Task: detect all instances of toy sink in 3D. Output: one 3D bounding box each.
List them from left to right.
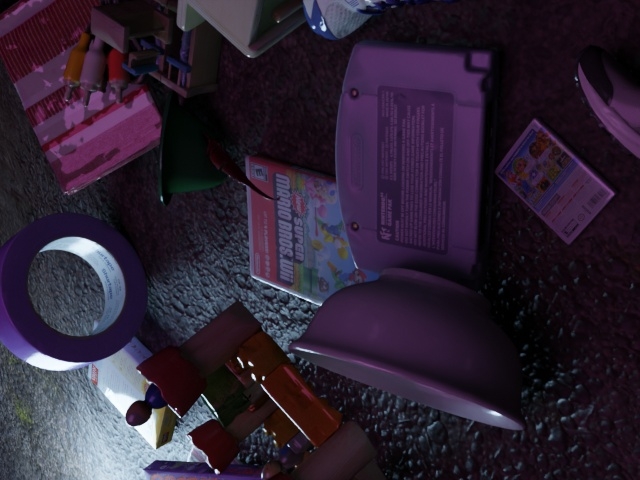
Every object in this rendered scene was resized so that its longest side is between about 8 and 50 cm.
[{"bbox_3d":[-0.071,-0.327,1.025,0.131,0.153,0.234,43,152,9],"label":"toy sink"}]

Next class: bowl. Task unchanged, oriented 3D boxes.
[{"bbox_3d":[0.119,0.119,1.026,0.298,0.298,0.134,8,74,43],"label":"bowl"}]

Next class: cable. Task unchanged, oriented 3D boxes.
[{"bbox_3d":[-0.333,-0.353,1.330,0.139,0.072,0.287,5,98,13],"label":"cable"}]

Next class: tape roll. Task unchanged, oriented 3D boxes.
[{"bbox_3d":[-0.455,0.092,1.532,0.090,0.275,0.274,-24,90,48],"label":"tape roll"}]

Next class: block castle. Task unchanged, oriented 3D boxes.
[{"bbox_3d":[-0.088,0.312,1.186,0.303,0.213,0.453,45,163,20],"label":"block castle"}]

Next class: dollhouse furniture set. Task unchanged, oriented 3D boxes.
[{"bbox_3d":[-0.251,-0.285,1.226,0.129,0.184,0.129,35,129,29],"label":"dollhouse furniture set"}]

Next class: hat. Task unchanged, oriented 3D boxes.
[{"bbox_3d":[-0.147,-0.125,1.303,0.173,0.184,0.208,98,176,-66],"label":"hat"}]

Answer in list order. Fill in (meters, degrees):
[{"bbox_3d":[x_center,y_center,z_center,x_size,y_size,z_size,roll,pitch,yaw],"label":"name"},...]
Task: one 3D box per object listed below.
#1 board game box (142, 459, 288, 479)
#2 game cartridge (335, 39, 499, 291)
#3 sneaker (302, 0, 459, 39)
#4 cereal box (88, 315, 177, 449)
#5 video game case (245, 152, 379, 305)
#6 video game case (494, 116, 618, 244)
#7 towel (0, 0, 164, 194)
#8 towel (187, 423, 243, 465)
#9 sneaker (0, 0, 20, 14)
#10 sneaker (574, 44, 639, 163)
[{"bbox_3d":[-0.173,0.512,1.572,0.347,0.056,0.208,-10,99,39],"label":"board game box"},{"bbox_3d":[0.112,-0.091,1.027,0.196,0.060,0.294,11,116,25],"label":"game cartridge"},{"bbox_3d":[0.091,-0.298,0.937,0.296,0.112,0.131,-39,79,47],"label":"sneaker"},{"bbox_3d":[-0.377,0.281,1.706,0.240,0.047,0.173,39,131,26],"label":"cereal box"},{"bbox_3d":[0.000,0.000,1.224,0.285,0.025,0.204,19,120,38],"label":"video game case"},{"bbox_3d":[0.260,-0.066,0.946,0.122,0.011,0.087,48,135,18],"label":"video game case"},{"bbox_3d":[-0.404,-0.271,1.420,0.237,0.037,0.329,-25,88,19],"label":"towel"},{"bbox_3d":[-0.201,0.458,1.629,0.144,0.029,0.197,41,129,24],"label":"towel"},{"bbox_3d":[-0.509,-0.307,1.537,0.283,0.107,0.124,56,142,11],"label":"sneaker"},{"bbox_3d":[0.353,-0.099,0.790,0.271,0.100,0.108,44,119,17],"label":"sneaker"}]
